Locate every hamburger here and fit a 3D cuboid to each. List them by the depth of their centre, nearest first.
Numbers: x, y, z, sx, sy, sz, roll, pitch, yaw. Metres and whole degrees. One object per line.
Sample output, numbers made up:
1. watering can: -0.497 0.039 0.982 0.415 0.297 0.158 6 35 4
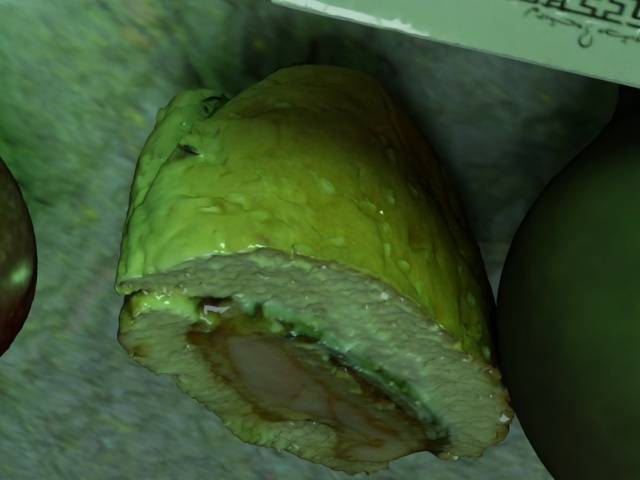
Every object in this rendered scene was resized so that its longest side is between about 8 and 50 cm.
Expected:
1. hamburger: -0.002 -0.002 0.841 0.162 0.209 0.330 -20 150 22

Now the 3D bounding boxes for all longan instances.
1. longan: 0.236 0.037 0.776 0.297 0.297 0.297 3 129 4

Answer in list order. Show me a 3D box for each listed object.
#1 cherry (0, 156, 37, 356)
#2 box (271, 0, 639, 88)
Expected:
1. cherry: -0.302 0.004 0.870 0.239 0.206 0.239 -4 136 -4
2. box: 0.126 -0.173 0.678 0.274 0.203 0.116 13 128 -3
